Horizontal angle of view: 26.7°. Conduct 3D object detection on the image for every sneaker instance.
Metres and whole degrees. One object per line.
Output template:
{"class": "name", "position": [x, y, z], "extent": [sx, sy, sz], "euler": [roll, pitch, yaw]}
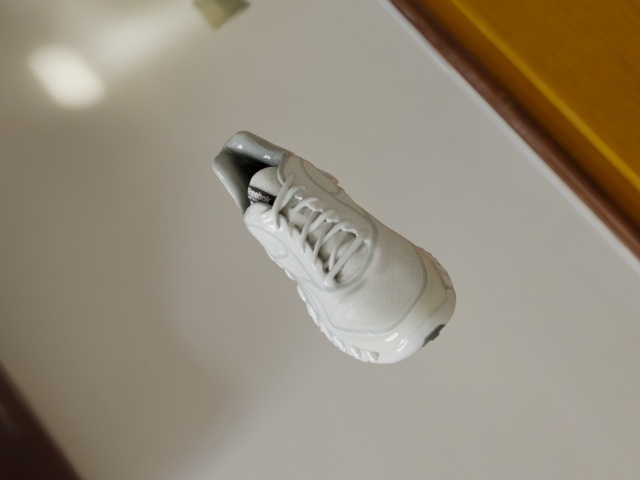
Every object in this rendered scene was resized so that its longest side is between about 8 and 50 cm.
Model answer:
{"class": "sneaker", "position": [0.000, 0.000, 1.109], "extent": [0.110, 0.292, 0.118], "euler": [-47, 131, -2]}
